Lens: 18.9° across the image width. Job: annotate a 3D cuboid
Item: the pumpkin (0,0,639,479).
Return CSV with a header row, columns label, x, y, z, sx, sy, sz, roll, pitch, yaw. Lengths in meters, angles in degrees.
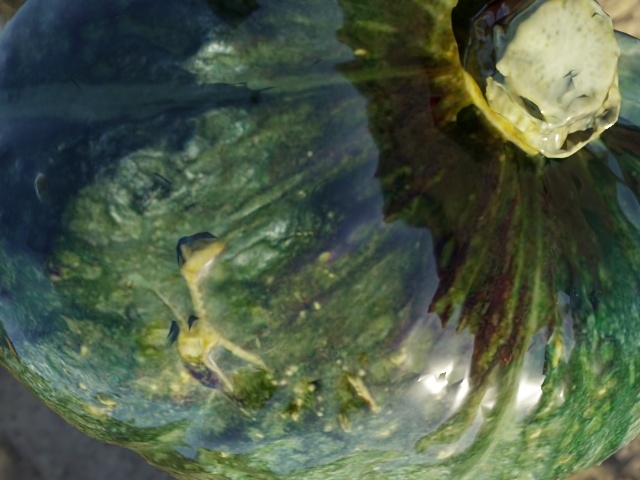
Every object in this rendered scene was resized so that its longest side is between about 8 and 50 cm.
label,x,y,z,sx,sy,sz,roll,pitch,yaw
pumpkin,0.000,0.000,0.686,0.293,0.196,0.263,23,175,-19
